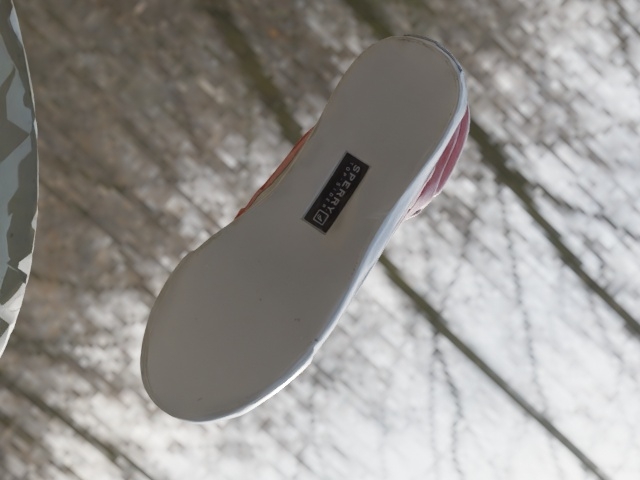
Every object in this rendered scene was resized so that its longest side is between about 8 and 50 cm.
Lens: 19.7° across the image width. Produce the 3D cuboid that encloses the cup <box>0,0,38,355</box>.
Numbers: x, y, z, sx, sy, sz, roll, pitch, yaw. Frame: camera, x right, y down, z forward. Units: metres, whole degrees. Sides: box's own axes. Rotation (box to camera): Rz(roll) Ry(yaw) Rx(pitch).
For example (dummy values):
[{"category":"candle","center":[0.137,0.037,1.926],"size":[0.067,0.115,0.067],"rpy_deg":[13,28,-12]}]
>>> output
[{"category":"cup","center":[-0.297,-0.029,0.618],"size":[0.331,0.331,0.237],"rpy_deg":[-38,175,35]}]

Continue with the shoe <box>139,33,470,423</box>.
[{"category":"shoe","center":[0.000,0.000,0.740],"size":[0.178,0.063,0.081],"rpy_deg":[-53,169,2]}]
